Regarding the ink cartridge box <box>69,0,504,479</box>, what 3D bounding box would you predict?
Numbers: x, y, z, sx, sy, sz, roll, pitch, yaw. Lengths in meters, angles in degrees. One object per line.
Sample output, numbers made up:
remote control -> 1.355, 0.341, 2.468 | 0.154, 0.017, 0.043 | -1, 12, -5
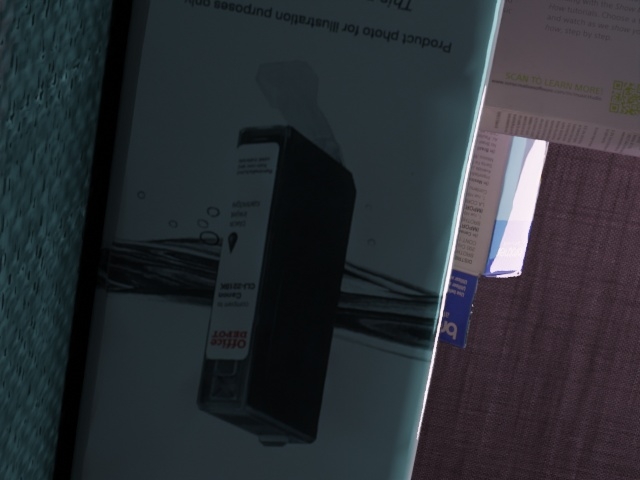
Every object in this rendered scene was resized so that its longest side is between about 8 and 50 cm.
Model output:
ink cartridge box -> -0.004, -0.024, 0.491 | 0.197, 0.114, 0.272 | -66, 167, -76

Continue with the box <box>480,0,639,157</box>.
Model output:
box -> 0.115, -0.226, 0.805 | 0.058, 0.232, 0.322 | 67, 34, -80

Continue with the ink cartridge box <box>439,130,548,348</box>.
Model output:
ink cartridge box -> 0.073, -0.098, 0.927 | 0.065, 0.186, 0.311 | 3, 101, -52
